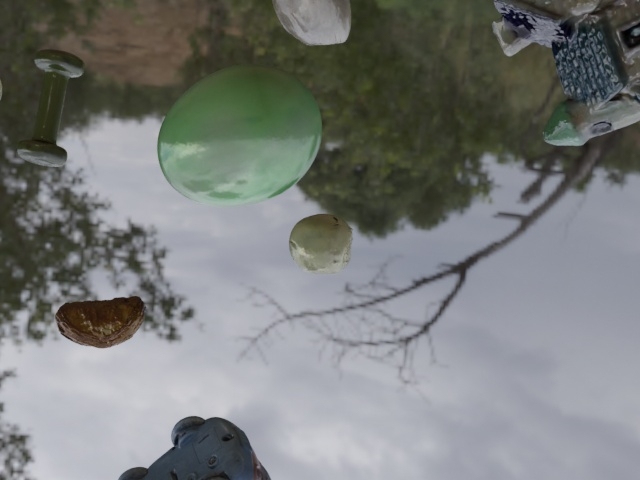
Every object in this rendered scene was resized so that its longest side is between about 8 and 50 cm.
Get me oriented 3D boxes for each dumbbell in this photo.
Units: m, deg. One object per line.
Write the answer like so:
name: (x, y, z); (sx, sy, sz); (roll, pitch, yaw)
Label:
dumbbell: (-0.275, -0.135, 1.107); (0.046, 0.118, 0.052); (5, 172, 30)

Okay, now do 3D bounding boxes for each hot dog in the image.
hot dog: (-0.355, 0.129, 1.759); (0.147, 0.065, 0.099); (-7, -153, -1)

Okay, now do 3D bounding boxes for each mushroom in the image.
mushroom: (-0.018, -0.300, 1.286); (0.097, 0.088, 0.212); (51, 178, 29)

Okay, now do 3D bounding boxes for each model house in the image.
model house: (0.397, -0.303, 1.559); (0.284, 0.298, 0.243); (-21, 166, 24)

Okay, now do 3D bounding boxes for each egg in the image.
egg: (-0.128, -0.164, 1.728); (0.269, 0.220, 0.220); (-29, -164, -11)

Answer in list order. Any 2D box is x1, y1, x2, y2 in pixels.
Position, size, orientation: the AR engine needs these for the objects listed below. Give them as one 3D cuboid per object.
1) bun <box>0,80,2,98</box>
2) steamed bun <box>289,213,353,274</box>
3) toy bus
bun: (-0.418, -0.179, 1.270); (0.086, 0.086, 0.055); (7, -136, 9)
steamed bun: (0.000, 0.000, 1.916); (0.112, 0.091, 0.130); (7, -151, 12)
toy bus: (-0.199, 0.469, 1.885); (0.232, 0.294, 0.197); (44, -176, -34)
